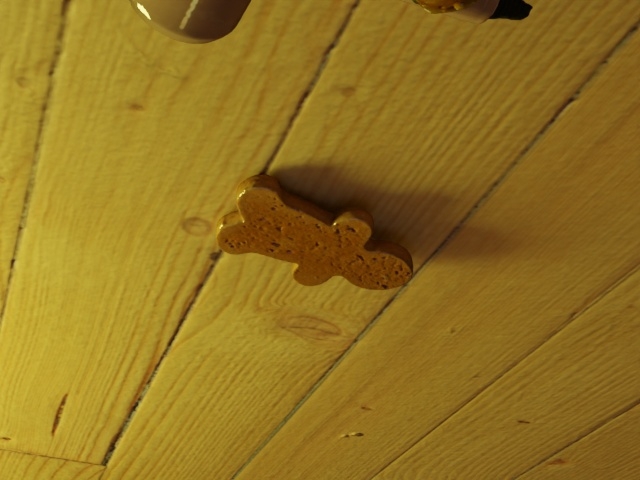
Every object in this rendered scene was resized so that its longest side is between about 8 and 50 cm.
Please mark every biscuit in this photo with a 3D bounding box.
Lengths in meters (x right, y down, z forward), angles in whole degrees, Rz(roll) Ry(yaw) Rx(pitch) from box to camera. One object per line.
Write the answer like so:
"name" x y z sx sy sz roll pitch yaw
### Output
"biscuit" 0.000 -0.001 1.138 0.250 0.036 0.165 20 143 -17

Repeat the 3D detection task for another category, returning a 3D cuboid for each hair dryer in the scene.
"hair dryer" 0.027 -0.221 0.769 0.344 0.107 0.189 12 142 -24

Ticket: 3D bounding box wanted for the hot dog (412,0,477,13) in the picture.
"hot dog" 0.106 -0.219 0.613 0.072 0.115 0.269 26 -176 3
